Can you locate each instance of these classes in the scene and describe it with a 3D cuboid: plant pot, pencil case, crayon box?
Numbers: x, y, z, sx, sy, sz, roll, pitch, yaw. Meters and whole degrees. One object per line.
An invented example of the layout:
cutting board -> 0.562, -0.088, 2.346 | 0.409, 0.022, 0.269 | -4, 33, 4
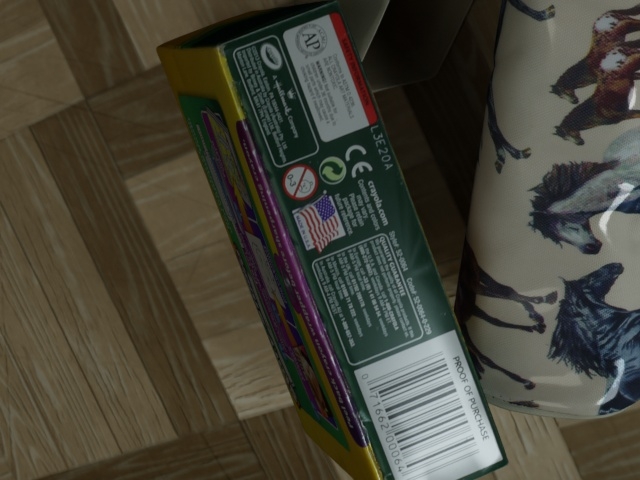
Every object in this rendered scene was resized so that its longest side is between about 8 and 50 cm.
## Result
plant pot -> 0.045, -0.190, 1.518 | 0.096, 0.109, 0.109 | 47, 131, 26
pencil case -> 0.206, -0.071, 1.416 | 0.184, 0.160, 0.410 | 8, 118, 5
crayon box -> 0.000, 0.000, 1.519 | 0.313, 0.106, 0.363 | -153, 42, -77
